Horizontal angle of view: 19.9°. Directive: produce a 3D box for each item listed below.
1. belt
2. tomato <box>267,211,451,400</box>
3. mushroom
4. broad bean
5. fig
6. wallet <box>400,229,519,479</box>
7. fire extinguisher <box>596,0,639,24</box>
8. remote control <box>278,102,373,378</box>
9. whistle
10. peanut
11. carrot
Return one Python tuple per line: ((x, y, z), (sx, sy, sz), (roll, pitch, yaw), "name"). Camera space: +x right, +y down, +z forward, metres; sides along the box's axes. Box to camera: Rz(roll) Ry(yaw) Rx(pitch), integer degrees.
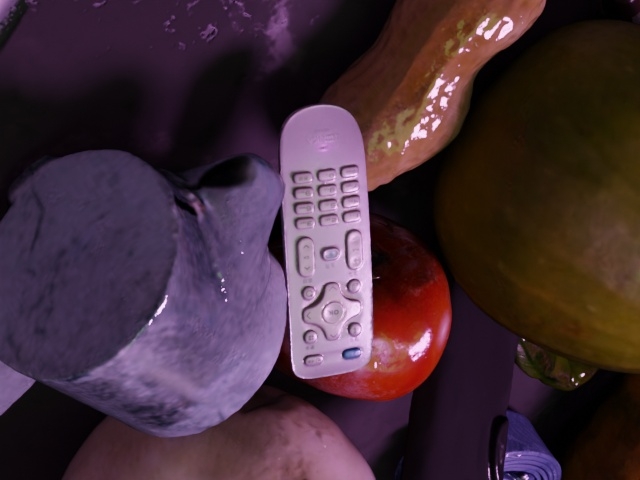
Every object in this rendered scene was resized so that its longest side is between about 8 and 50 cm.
((0.164, 0.248, 1.935), (0.190, 0.082, 0.141), (5, 127, -41), "belt")
((0.022, 0.065, 1.587), (0.187, 0.187, 0.151), (-10, 134, -29), "tomato")
((-0.097, 0.304, 1.597), (0.315, 0.315, 0.356), (43, 60, -50), "mushroom")
((0.238, 0.122, 1.898), (0.195, 0.046, 0.061), (17, 104, -50), "broad bean")
((0.264, -0.021, 1.574), (0.316, 0.316, 0.316), (-20, 137, -20), "fig")
((0.129, 0.177, 1.676), (0.051, 0.377, 0.197), (-3, 150, 26), "wallet")
((0.275, -0.188, 1.649), (0.049, 0.035, 0.173), (-3, 143, 18), "fire extinguisher")
((0.000, 0.000, 1.470), (0.073, 0.044, 0.229), (-10, 110, -19), "remote control")
((-0.209, 0.059, 1.443), (0.404, 0.188, 0.168), (-15, 153, 24), "whistle")
((0.090, -0.149, 1.494), (0.263, 0.101, 0.117), (-55, 153, 15), "peanut")
((0.390, 0.262, 1.991), (0.241, 0.241, 0.341), (15, 122, -44), "carrot")
